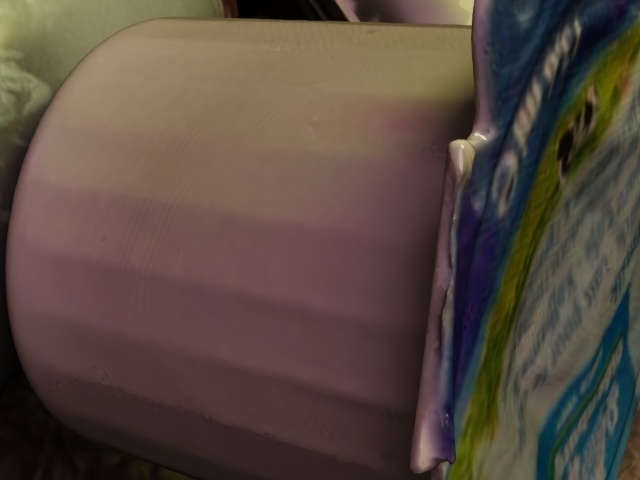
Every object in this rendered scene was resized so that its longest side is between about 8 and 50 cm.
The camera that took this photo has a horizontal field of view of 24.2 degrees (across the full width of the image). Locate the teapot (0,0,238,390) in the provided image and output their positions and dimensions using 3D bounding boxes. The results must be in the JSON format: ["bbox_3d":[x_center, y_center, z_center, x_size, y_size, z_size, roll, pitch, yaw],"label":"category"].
[{"bbox_3d":[-0.198,-0.094,0.680,0.315,0.233,0.312,48,51,-2],"label":"teapot"}]

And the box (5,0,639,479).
[{"bbox_3d":[0.000,0.000,0.564,0.206,0.291,0.262,8,55,26],"label":"box"}]

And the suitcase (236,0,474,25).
[{"bbox_3d":[0.163,-0.130,0.833,0.434,0.194,0.283,-28,79,-25],"label":"suitcase"}]
